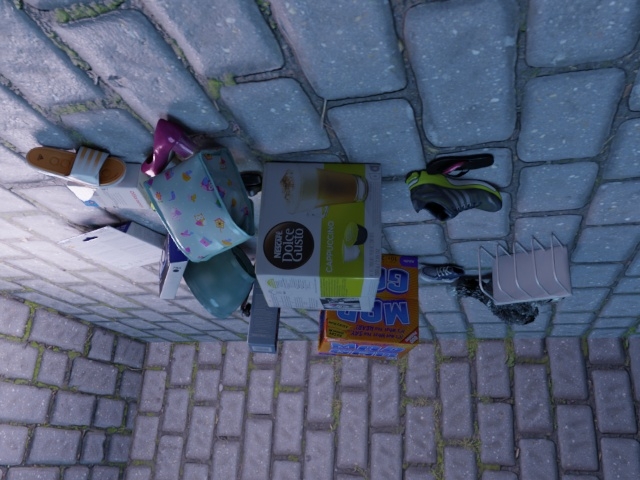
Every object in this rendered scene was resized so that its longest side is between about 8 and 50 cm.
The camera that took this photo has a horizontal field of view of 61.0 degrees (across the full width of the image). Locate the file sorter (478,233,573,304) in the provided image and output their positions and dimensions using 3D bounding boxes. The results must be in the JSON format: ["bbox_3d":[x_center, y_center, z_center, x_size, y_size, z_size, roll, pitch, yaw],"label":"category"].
[{"bbox_3d":[0.732,0.103,1.960,0.278,0.192,0.173,-13,150,35],"label":"file sorter"}]

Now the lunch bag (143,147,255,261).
[{"bbox_3d":[-0.309,-0.088,1.464,0.223,0.262,0.160,-22,-175,26],"label":"lunch bag"}]

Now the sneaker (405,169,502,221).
[{"bbox_3d":[0.384,-0.108,1.562,0.300,0.121,0.111,8,158,-13],"label":"sneaker"}]

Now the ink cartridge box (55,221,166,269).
[{"bbox_3d":[-0.773,0.010,2.090,0.324,0.071,0.330,-12,152,30],"label":"ink cartridge box"}]

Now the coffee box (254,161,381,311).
[{"bbox_3d":[0.000,0.000,1.595,0.334,0.337,0.338,2,159,2],"label":"coffee box"}]

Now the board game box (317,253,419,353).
[{"bbox_3d":[0.187,0.276,2.242,0.356,0.356,0.356,5,158,-4],"label":"board game box"}]

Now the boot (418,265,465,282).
[{"bbox_3d":[0.498,0.126,2.230,0.190,0.069,0.086,5,153,-27],"label":"boot"}]

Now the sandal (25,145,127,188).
[{"bbox_3d":[-0.670,-0.210,1.478,0.265,0.102,0.076,9,160,-9],"label":"sandal"}]

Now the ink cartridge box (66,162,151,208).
[{"bbox_3d":[-0.616,-0.162,1.611,0.203,0.085,0.148,3,159,-1],"label":"ink cartridge box"}]

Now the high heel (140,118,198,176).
[{"bbox_3d":[-0.431,-0.242,1.417,0.244,0.082,0.117,-8,140,46],"label":"high heel"}]

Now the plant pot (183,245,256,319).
[{"bbox_3d":[-0.371,0.131,2.102,0.196,0.293,0.293,-34,150,7],"label":"plant pot"}]

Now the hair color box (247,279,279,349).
[{"bbox_3d":[-0.219,0.257,2.221,0.114,0.374,0.185,4,158,-1],"label":"hair color box"}]

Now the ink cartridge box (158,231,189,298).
[{"bbox_3d":[-0.533,0.066,1.971,0.065,0.165,0.332,5,144,-25],"label":"ink cartridge box"}]

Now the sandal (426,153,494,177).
[{"bbox_3d":[0.372,-0.195,1.454,0.179,0.040,0.067,-5,157,20],"label":"sandal"}]

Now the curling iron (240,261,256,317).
[{"bbox_3d":[-0.292,0.199,2.233,0.035,0.274,0.068,-2,141,9],"label":"curling iron"}]

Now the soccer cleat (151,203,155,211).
[{"bbox_3d":[-0.425,-0.133,1.672,0.289,0.121,0.093,8,-166,41],"label":"soccer cleat"}]

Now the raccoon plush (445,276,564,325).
[{"bbox_3d":[0.745,0.200,2.207,0.446,0.216,0.299,0,150,8],"label":"raccoon plush"}]

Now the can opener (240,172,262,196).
[{"bbox_3d":[-0.251,-0.163,1.620,0.186,0.073,0.059,-2,-163,20],"label":"can opener"}]
